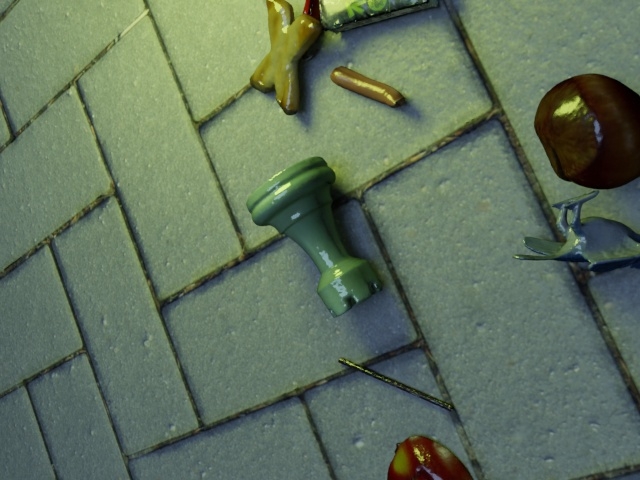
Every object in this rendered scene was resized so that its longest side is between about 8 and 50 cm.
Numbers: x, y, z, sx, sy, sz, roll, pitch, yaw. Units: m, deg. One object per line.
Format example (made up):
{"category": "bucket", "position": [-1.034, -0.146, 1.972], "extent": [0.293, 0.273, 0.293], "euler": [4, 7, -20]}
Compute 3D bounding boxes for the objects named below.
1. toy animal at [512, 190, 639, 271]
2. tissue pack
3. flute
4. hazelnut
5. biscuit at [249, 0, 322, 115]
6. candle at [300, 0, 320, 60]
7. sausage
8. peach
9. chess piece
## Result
{"category": "toy animal", "position": [0.435, 0.010, 1.063], "extent": [0.255, 0.239, 0.176], "euler": [-27, 93, -3]}
{"category": "tissue pack", "position": [0.105, -0.509, 1.297], "extent": [0.236, 0.073, 0.173], "euler": [-5, 92, 34]}
{"category": "flute", "position": [0.150, 0.293, 1.384], "extent": [0.270, 0.014, 0.014], "euler": [18, 104, 30]}
{"category": "hazelnut", "position": [0.431, -0.180, 1.061], "extent": [0.178, 0.178, 0.204], "euler": [-65, 22, 20]}
{"category": "biscuit", "position": [-0.075, -0.387, 1.414], "extent": [0.164, 0.047, 0.208], "euler": [42, 129, 31]}
{"category": "candle", "position": [-0.017, -0.455, 1.406], "extent": [0.048, 0.053, 0.162], "euler": [9, 111, -12]}
{"category": "sausage", "position": [0.093, -0.304, 1.340], "extent": [0.177, 0.047, 0.040], "euler": [31, 99, 29]}
{"category": "peach", "position": [0.224, 0.527, 1.330], "extent": [0.189, 0.068, 0.279], "euler": [-42, 73, 31]}
{"category": "chess piece", "position": [0.000, 0.000, 1.365], "extent": [0.195, 0.194, 0.299], "euler": [-34, 86, 31]}
